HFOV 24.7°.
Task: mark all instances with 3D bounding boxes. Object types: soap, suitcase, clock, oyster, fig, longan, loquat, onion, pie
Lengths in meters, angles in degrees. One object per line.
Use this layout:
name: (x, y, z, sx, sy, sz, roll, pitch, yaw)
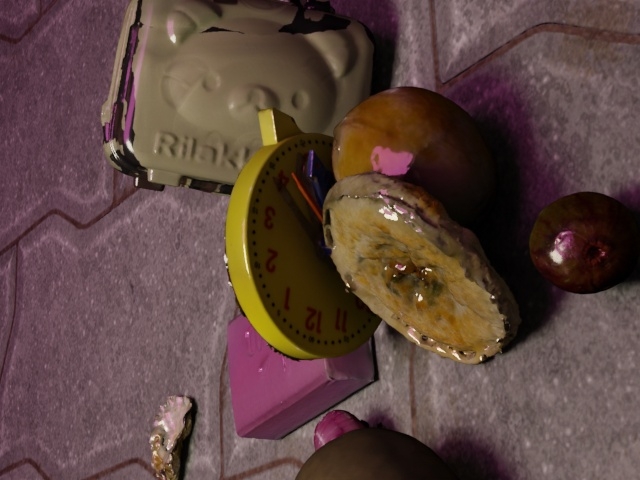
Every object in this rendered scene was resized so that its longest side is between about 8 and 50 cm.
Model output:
soap: (-0.034, 0.148, 1.986, 0.259, 0.081, 0.181, -37, 51, 49)
suitcase: (-0.102, -0.222, 1.950, 0.194, 0.352, 0.339, 172, 108, -75)
clock: (0.003, 0.001, 1.787, 0.071, 0.277, 0.293, -6, 75, 42)
oyster: (-0.233, 0.309, 2.302, 0.121, 0.045, 0.146, -61, 28, 34)
fig: (0.271, -0.003, 1.526, 0.154, 0.109, 0.103, -93, -3, -75)
longan: (0.064, 0.330, 1.642, 0.248, 0.248, 0.248, -24, 61, 54)
loquat: (0.113, -0.087, 1.725, 0.227, 0.179, 0.179, 31, 108, 45)
onion: (0.040, 0.263, 1.828, 0.115, 0.104, 0.115, 57, 172, 12)
pie: (0.110, 0.035, 1.655, 0.055, 0.274, 0.274, -46, 19, -27)
